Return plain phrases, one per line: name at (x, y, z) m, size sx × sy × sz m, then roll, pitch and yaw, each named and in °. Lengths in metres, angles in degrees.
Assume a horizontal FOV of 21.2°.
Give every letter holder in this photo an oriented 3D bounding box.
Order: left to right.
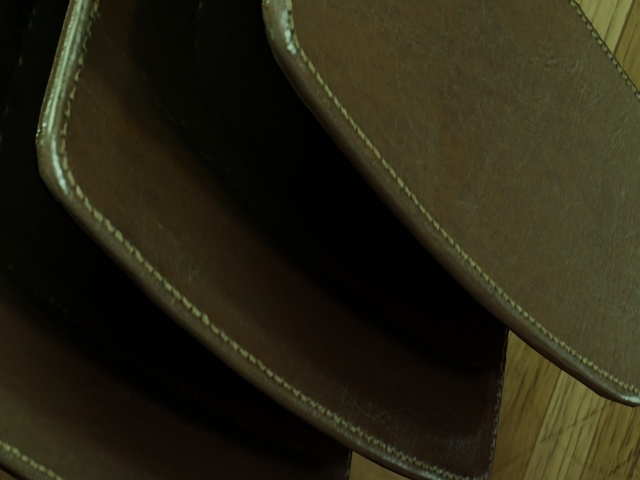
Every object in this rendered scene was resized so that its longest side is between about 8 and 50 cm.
letter holder at (0.000, 0.000, 0.601) m, size 0.302 × 0.152 × 0.214 m, roll 41°, pitch 53°, yaw -50°
